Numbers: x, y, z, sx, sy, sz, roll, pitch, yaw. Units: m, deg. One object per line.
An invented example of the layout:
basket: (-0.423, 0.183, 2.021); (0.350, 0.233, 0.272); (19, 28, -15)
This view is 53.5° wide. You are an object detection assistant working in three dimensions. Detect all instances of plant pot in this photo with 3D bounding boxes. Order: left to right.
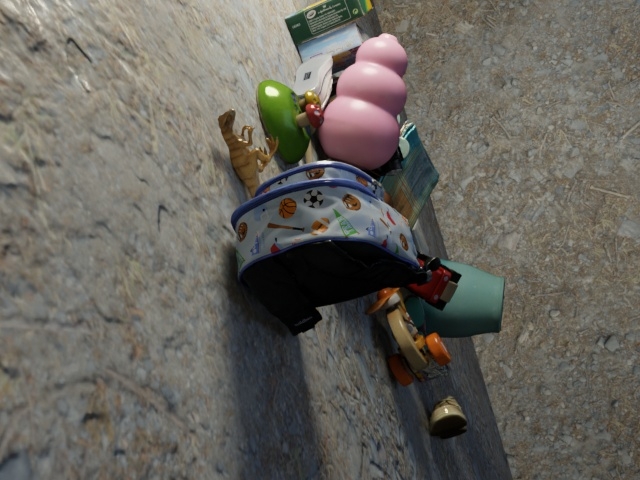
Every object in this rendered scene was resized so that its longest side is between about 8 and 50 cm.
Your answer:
plant pot: (0.467, 0.197, 2.076); (0.271, 0.255, 0.272); (5, 90, -73)

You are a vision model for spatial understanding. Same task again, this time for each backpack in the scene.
backpack: (0.000, 0.000, 0.964); (0.263, 0.276, 0.213); (22, 47, -60)

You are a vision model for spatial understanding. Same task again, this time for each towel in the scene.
towel: (0.240, -0.133, 1.897); (0.370, 0.040, 0.271); (-61, 139, -23)

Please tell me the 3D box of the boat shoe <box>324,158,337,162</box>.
boat shoe: (0.024, -0.182, 1.567); (0.125, 0.046, 0.038); (-9, 81, -76)

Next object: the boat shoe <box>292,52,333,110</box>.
boat shoe: (-0.015, -0.393, 1.614); (0.258, 0.095, 0.084); (-70, 144, -48)

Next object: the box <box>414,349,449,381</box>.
box: (0.308, 0.359, 1.826); (0.137, 0.094, 0.027); (54, 24, -46)

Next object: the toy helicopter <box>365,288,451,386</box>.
toy helicopter: (0.198, 0.189, 1.665); (0.235, 0.140, 0.355); (53, 13, -26)

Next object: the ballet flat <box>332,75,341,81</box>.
ballet flat: (0.101, -0.452, 2.053); (0.206, 0.067, 0.073); (50, 26, -52)

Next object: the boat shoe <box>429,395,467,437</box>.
boat shoe: (0.364, 0.506, 1.842); (0.302, 0.109, 0.098); (52, 20, -62)

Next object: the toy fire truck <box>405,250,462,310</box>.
toy fire truck: (0.249, 0.061, 1.781); (0.246, 0.158, 0.217); (25, 6, -32)

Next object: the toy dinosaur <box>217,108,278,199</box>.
toy dinosaur: (-0.119, -0.121, 1.063); (0.112, 0.064, 0.211); (-38, 117, -39)

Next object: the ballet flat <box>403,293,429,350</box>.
ballet flat: (0.281, 0.259, 1.904); (0.079, 0.077, 0.221); (-117, -170, -77)

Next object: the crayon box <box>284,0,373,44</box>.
crayon box: (0.033, -0.651, 1.811); (0.323, 0.203, 0.083); (-69, 138, -66)

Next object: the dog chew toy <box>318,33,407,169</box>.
dog chew toy: (0.122, -0.349, 1.587); (0.206, 0.206, 0.332); (11, 98, -71)

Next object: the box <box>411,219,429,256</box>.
box: (0.308, 0.016, 2.184); (0.170, 0.091, 0.130); (-55, 125, -69)

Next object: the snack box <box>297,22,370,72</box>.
snack box: (0.051, -0.531, 1.792); (0.207, 0.174, 0.070); (-26, 98, -73)

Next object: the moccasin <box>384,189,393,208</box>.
moccasin: (0.094, -0.048, 1.491); (0.380, 0.139, 0.147); (-12, 85, -73)

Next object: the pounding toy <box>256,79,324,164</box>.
pounding toy: (-0.034, -0.253, 1.348); (0.237, 0.110, 0.183); (40, 36, -60)

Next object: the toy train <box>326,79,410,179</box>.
toy train: (0.121, -0.321, 1.770); (0.142, 0.190, 0.334); (13, 59, -66)
